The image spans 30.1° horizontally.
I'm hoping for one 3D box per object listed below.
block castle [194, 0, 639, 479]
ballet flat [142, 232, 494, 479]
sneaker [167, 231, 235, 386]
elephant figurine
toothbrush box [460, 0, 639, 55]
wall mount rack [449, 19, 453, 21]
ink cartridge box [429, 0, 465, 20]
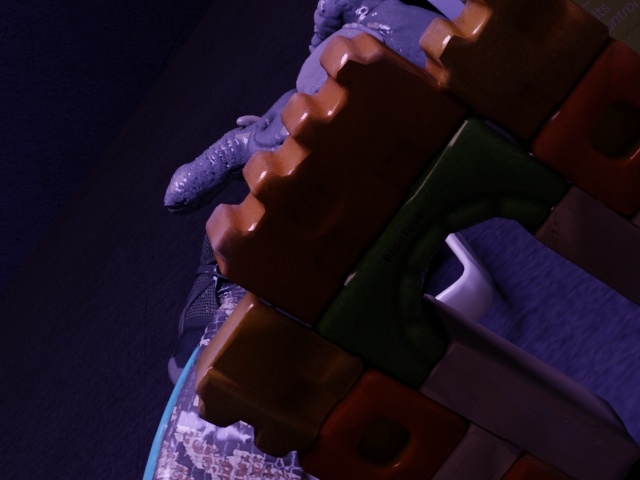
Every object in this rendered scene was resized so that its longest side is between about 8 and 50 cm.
[{"bbox_3d":[0.082,0.049,0.376,0.453,0.213,0.303,-55,17,11],"label":"block castle"},{"bbox_3d":[0.017,0.070,0.713,0.182,0.164,0.483,-21,26,19],"label":"ballet flat"},{"bbox_3d":[-0.071,0.055,0.980,0.227,0.087,0.130,-107,31,-74],"label":"sneaker"},{"bbox_3d":[0.019,-0.095,0.980,0.239,0.169,0.186,-51,-2,-44],"label":"elephant figurine"},{"bbox_3d":[0.147,-0.155,0.597,0.122,0.283,0.206,-42,20,24],"label":"toothbrush box"},{"bbox_3d":[0.199,-0.268,0.851,0.304,0.130,0.350,118,177,-50],"label":"wall mount rack"},{"bbox_3d":[0.156,-0.234,1.052,0.052,0.088,0.122,-34,23,49],"label":"ink cartridge box"}]
